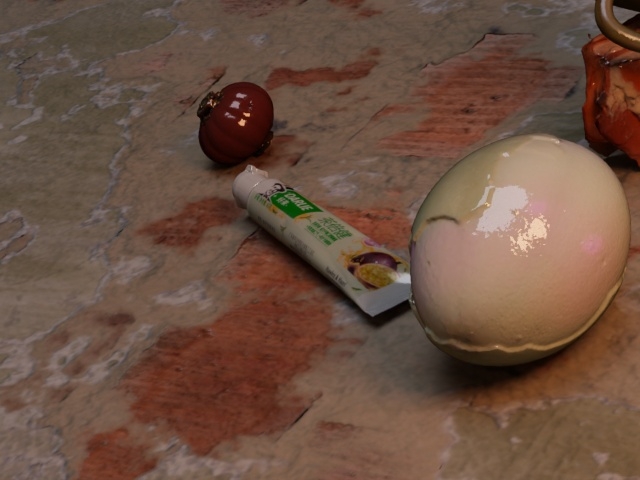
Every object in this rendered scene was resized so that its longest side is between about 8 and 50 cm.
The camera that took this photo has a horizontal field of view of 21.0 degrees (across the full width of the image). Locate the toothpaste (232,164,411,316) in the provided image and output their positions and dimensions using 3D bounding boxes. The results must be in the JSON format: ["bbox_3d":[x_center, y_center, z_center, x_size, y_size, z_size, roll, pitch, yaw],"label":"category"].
[{"bbox_3d":[0.000,0.000,1.728,0.314,0.056,0.058,34,97,51],"label":"toothpaste"}]

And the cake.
[{"bbox_3d":[0.368,-0.196,1.696,0.287,0.135,0.098,-41,25,6],"label":"cake"}]

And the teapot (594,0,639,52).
[{"bbox_3d":[0.338,-0.295,1.651,0.175,0.185,0.267,14,71,3],"label":"teapot"}]

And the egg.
[{"bbox_3d":[0.164,0.016,1.471,0.183,0.183,0.217,3,46,32],"label":"egg"}]

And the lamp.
[{"bbox_3d":[-0.097,-0.134,1.970,0.101,0.090,0.101,-47,19,21],"label":"lamp"}]
